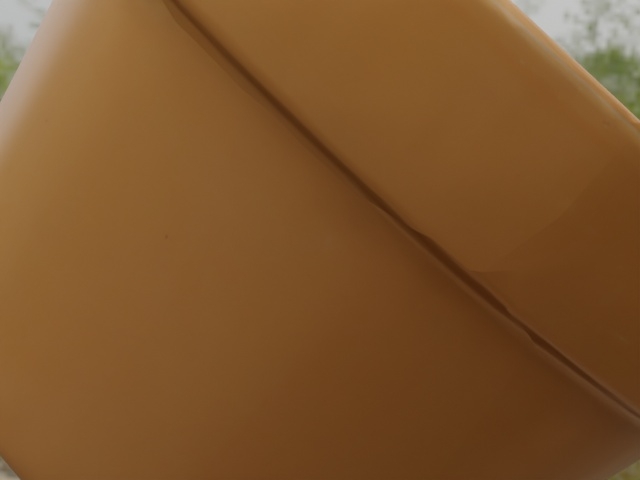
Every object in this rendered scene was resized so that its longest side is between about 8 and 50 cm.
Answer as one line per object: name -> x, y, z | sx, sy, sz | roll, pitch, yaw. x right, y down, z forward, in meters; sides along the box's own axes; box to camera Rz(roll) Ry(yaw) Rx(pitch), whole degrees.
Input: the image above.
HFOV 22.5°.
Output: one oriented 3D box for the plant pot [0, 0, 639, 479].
plant pot -> 0.000, 0.000, 0.557 | 0.291, 0.203, 0.291 | 42, 8, -8
